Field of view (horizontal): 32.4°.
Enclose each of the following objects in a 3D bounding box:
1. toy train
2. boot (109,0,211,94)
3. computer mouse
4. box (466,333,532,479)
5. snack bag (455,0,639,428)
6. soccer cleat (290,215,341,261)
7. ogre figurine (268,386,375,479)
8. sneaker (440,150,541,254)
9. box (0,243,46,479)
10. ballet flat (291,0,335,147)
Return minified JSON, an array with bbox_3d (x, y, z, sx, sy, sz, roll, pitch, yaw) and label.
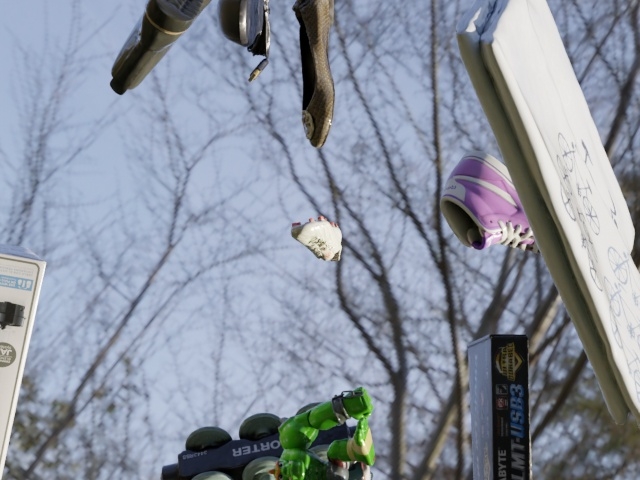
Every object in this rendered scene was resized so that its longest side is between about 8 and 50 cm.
[{"bbox_3d":[-0.077,0.375,1.734,0.333,0.142,0.190,-12,-54,-1],"label":"toy train"},{"bbox_3d":[-0.180,-0.265,1.288,0.077,0.198,0.137,39,-52,-7],"label":"boot"},{"bbox_3d":[-0.124,-0.335,1.757,0.060,0.262,0.184,5,-64,5],"label":"computer mouse"},{"bbox_3d":[0.308,0.317,1.915,0.073,0.296,0.293,0,-8,-1],"label":"box"},{"bbox_3d":[0.206,-0.065,0.897,0.037,0.342,0.323,-19,-73,23],"label":"snack bag"},{"bbox_3d":[0.000,0.000,2.116,0.068,0.196,0.076,-14,-99,18],"label":"soccer cleat"},{"bbox_3d":[0.005,0.279,1.306,0.118,0.097,0.197,-6,-90,18],"label":"ogre figurine"},{"bbox_3d":[0.317,-0.010,1.798,0.282,0.161,0.102,32,-42,1],"label":"sneaker"},{"bbox_3d":[-0.391,0.148,1.243,0.087,0.290,0.169,11,2,-22],"label":"box"},{"bbox_3d":[-0.015,-0.265,1.682,0.058,0.250,0.084,3,-5,-24],"label":"ballet flat"}]
